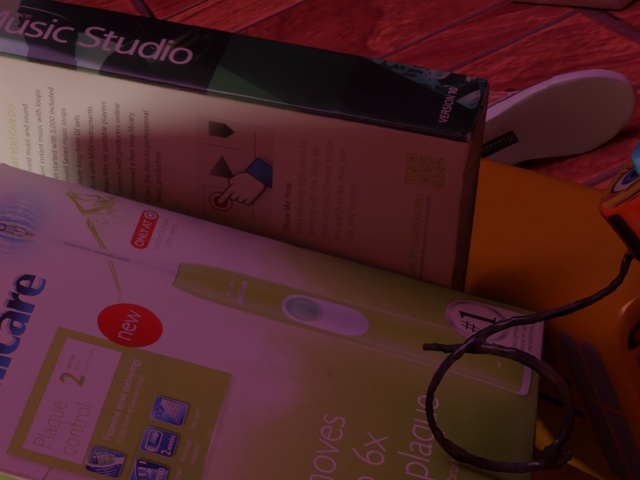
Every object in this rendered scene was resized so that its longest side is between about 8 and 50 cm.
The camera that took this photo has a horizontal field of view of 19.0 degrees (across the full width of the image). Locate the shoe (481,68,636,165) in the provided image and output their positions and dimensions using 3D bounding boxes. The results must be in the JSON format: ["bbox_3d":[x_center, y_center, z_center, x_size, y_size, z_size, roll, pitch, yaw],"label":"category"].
[{"bbox_3d":[0.152,-0.096,1.451,0.178,0.063,0.081,-22,26,15],"label":"shoe"}]

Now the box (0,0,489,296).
[{"bbox_3d":[-0.082,-0.008,0.996,0.322,0.232,0.058,11,42,8],"label":"box"}]

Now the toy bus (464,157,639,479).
[{"bbox_3d":[0.154,0.050,1.010,0.108,0.130,0.332,-31,22,-18],"label":"toy bus"}]

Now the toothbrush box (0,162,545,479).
[{"bbox_3d":[-0.050,0.100,0.887,0.283,0.122,0.206,15,36,0],"label":"toothbrush box"}]

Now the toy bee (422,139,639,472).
[{"bbox_3d":[0.180,-0.039,0.837,0.298,0.195,0.162,-15,16,17],"label":"toy bee"}]

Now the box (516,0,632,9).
[{"bbox_3d":[0.270,-0.308,1.759,0.181,0.119,0.182,-32,23,-20],"label":"box"}]
